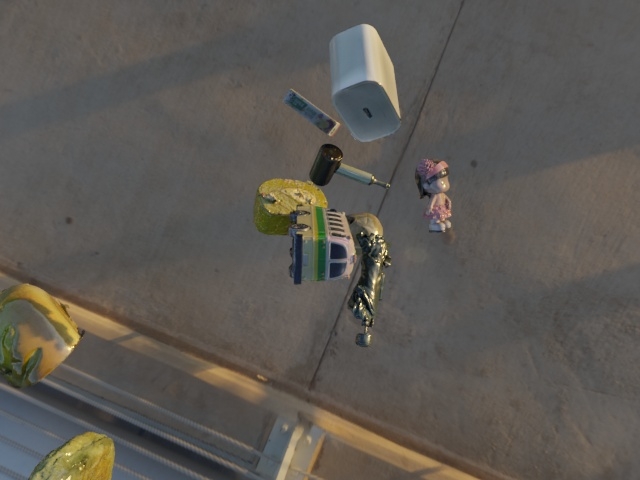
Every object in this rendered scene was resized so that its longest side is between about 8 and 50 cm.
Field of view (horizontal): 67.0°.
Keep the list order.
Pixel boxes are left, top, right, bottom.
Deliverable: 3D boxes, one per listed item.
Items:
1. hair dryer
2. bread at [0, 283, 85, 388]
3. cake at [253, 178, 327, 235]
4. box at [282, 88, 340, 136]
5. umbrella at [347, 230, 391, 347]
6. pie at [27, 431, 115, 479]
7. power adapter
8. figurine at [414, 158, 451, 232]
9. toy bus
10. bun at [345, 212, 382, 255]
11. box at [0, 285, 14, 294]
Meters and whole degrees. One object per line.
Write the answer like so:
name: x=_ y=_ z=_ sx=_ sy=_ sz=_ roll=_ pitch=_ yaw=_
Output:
hair dryer: x=0.076 y=-0.158 z=1.177 sx=0.197 sy=0.100 sz=0.057 roll=19 pitch=51 yaw=-6
bread: x=-0.571 y=0.171 z=0.930 sx=0.158 sy=0.260 sz=0.156 roll=-44 pitch=109 yaw=-21
cake: x=-0.107 y=-0.121 z=1.730 sx=0.260 sy=0.156 sz=0.179 roll=1 pitch=55 yaw=-20
box: x=-0.029 y=-0.395 z=1.494 sx=0.207 sy=0.041 sz=0.050 roll=41 pitch=102 yaw=21
umbrella: x=0.137 y=0.141 z=1.425 sx=0.143 sy=0.094 sz=0.349 roll=26 pitch=63 yaw=-35
pie: x=-0.421 y=0.435 z=0.770 sx=0.078 sy=0.277 sz=0.277 roll=22 pitch=83 yaw=0
power adapter: x=0.105 y=-0.394 z=1.155 sx=0.124 sy=0.187 sz=0.255 roll=-14 pitch=58 yaw=22
figurine: x=0.190 y=-0.077 z=0.825 sx=0.072 sy=0.054 sz=0.129 roll=-20 pitch=110 yaw=-41
toy bus: x=0.000 y=0.000 z=1.369 sx=0.178 sy=0.305 sz=0.143 roll=0 pitch=109 yaw=-3
bun: x=0.116 y=-0.032 z=1.620 sx=0.173 sy=0.113 sz=0.167 roll=-21 pitch=41 yaw=13
box: x=-0.770 y=0.206 z=1.203 sx=0.090 sy=0.201 sz=0.144 roll=-45 pitch=106 yaw=-3
